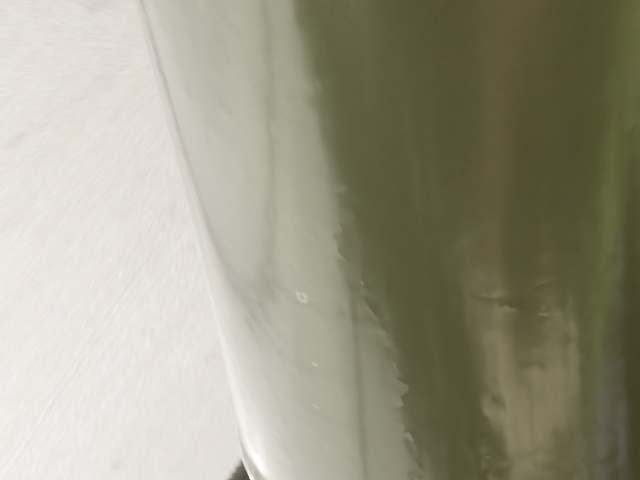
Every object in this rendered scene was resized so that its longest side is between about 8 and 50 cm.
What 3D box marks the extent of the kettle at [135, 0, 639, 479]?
[{"bbox_3d":[0.073,-0.058,0.576,0.265,0.205,0.318,-3,-50,6],"label":"kettle"}]
